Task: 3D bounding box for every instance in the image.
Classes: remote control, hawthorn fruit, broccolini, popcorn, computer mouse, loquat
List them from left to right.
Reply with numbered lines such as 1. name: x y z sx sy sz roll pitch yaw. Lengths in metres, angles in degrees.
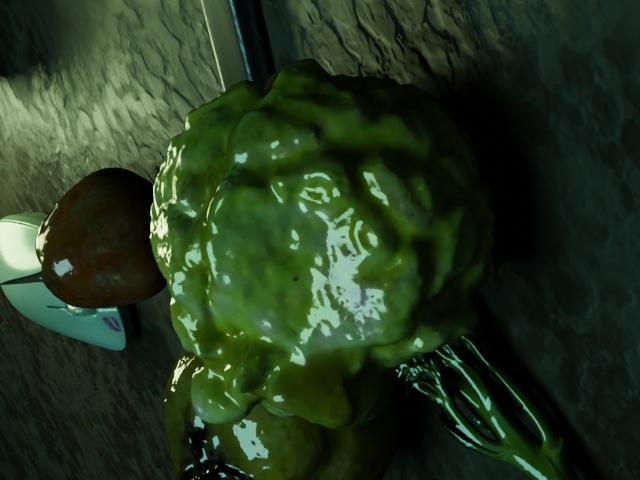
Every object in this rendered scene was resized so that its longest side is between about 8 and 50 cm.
1. computer mouse: -0.344 0.055 1.719 0.288 0.097 0.159 25 134 51
2. hawthorn fruit: -0.228 0.019 1.395 0.149 0.189 0.149 38 174 5
3. remote control: -0.060 -0.134 1.104 0.063 0.025 0.245 22 135 47
4. loquat: -0.041 0.157 1.144 0.213 0.213 0.213 42 148 35
5. popcorn: 0.000 0.000 0.914 0.259 0.212 0.259 6 112 15
6. broccolini: 0.174 0.197 0.972 0.079 0.074 0.392 -39 79 22
